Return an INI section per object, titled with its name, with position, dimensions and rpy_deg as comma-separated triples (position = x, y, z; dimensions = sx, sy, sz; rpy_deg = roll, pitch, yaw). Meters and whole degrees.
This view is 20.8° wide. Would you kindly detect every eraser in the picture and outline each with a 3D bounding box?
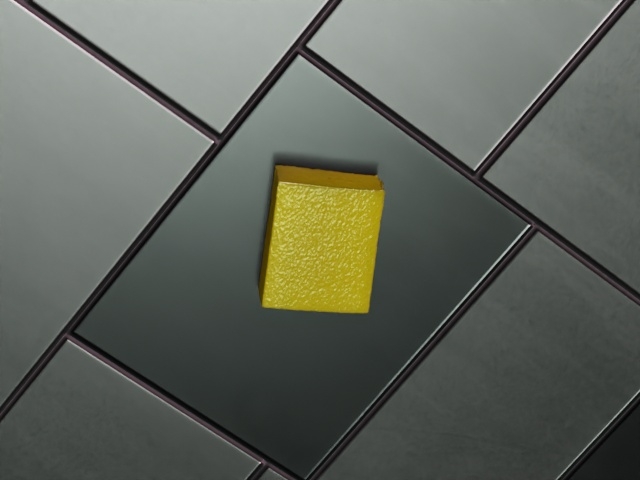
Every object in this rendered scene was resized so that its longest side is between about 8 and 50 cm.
[eraser]
position = 0.000, 0.000, 1.533
dimensions = 0.097, 0.045, 0.122
rpy_deg = 4, 112, -8
